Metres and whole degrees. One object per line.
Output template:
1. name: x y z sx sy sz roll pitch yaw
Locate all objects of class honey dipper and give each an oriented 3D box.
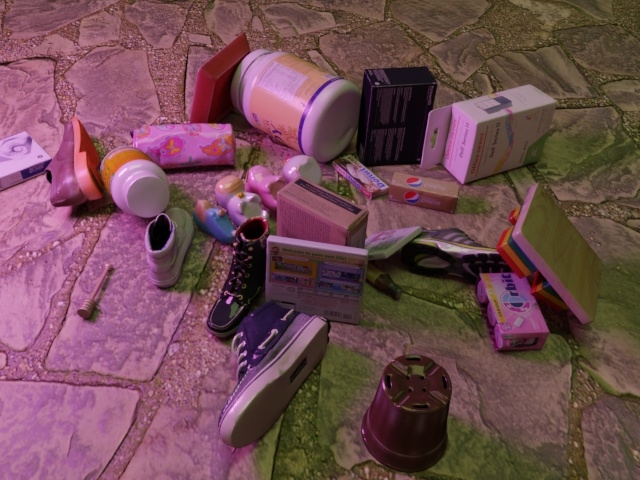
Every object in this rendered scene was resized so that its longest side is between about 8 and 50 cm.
1. honey dipper: -0.498 0.106 1.469 0.030 0.030 0.161 7 41 3

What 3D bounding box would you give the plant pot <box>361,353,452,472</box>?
1. plant pot: 0.164 0.307 1.202 0.166 0.165 0.167 2 44 -2

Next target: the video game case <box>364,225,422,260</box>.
1. video game case: 0.143 0.010 1.558 0.143 0.019 0.157 -8 17 45

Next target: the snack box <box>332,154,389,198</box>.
1. snack box: 0.110 -0.178 1.827 0.064 0.022 0.178 -23 49 -28

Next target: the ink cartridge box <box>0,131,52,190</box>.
1. ink cartridge box: -0.876 -0.220 1.779 0.223 0.045 0.224 -32 53 -32

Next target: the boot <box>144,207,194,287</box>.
1. boot: -0.353 -0.020 1.546 0.095 0.123 0.258 0 43 -4

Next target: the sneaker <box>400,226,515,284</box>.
1. sneaker: 0.347 0.025 1.567 0.299 0.111 0.121 13 40 7

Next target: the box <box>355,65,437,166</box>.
1. box: 0.206 -0.343 1.836 0.184 0.261 0.103 -4 43 -9

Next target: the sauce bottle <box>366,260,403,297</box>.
1. sauce bottle: 0.137 0.088 1.529 0.042 0.042 0.128 -32 56 -33

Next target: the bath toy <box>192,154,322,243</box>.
1. bath toy: -0.153 -0.122 1.681 0.348 0.151 0.129 -32 11 -31

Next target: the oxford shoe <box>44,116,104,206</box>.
1. oxford shoe: -0.665 -0.214 1.736 0.132 0.130 0.364 -23 39 -5

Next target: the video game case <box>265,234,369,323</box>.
1. video game case: -0.012 0.086 1.406 0.212 0.193 0.023 8 35 5

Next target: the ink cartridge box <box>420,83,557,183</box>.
1. ink cartridge box: 0.466 -0.290 1.840 0.353 0.207 0.119 -18 46 -21

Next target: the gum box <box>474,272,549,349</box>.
1. gum box: 0.421 0.159 1.456 0.107 0.062 0.188 -1 43 -6

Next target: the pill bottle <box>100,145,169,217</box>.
1. pill bottle: -0.449 -0.140 1.607 0.136 0.136 0.245 -17 27 -22

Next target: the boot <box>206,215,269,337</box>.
1. boot: -0.176 0.074 1.415 0.085 0.179 0.236 19 44 15

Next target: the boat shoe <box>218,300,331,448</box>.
1. boat shoe: -0.126 0.250 1.288 0.158 0.127 0.340 19 36 25

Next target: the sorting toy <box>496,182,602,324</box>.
1. sorting toy: 0.516 0.037 1.491 0.255 0.089 0.257 49 38 -7

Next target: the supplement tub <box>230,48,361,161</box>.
1. supplement tub: -0.071 -0.395 1.887 0.331 0.241 0.241 32 49 27

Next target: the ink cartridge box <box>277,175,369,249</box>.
1. ink cartridge box: 0.000 0.000 1.469 0.193 0.235 0.088 28 49 23

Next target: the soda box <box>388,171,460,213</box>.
1. soda box: 0.277 -0.128 1.760 0.181 0.058 0.061 12 43 10

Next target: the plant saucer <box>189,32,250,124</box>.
1. plant saucer: -0.288 -0.440 1.918 0.047 0.258 0.259 28 46 4

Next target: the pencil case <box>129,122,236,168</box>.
1. pencil case: -0.375 -0.257 1.809 0.284 0.124 0.124 -6 44 -9
